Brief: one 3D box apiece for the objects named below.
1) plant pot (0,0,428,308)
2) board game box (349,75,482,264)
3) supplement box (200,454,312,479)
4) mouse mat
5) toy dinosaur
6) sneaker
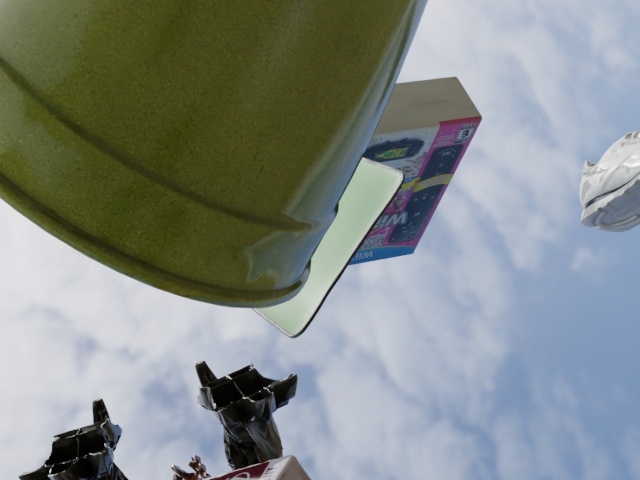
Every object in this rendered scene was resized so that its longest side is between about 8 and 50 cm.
[{"bbox_3d":[-0.072,-0.200,0.943,0.366,0.353,0.366,30,-160,-12],"label":"plant pot"},{"bbox_3d":[0.077,-0.092,1.768,0.224,0.303,0.097,-10,-124,-27],"label":"board game box"},{"bbox_3d":[-0.106,0.184,0.530,0.073,0.239,0.130,56,-144,-16],"label":"supplement box"},{"bbox_3d":[0.000,0.000,1.179,0.007,0.152,0.189,37,-94,-27],"label":"mouse mat"},{"bbox_3d":[-0.078,0.206,0.767,0.164,0.322,0.218,-26,-75,-28],"label":"toy dinosaur"},{"bbox_3d":[0.387,-0.092,1.397,0.090,0.235,0.094,21,-121,-29],"label":"sneaker"}]
